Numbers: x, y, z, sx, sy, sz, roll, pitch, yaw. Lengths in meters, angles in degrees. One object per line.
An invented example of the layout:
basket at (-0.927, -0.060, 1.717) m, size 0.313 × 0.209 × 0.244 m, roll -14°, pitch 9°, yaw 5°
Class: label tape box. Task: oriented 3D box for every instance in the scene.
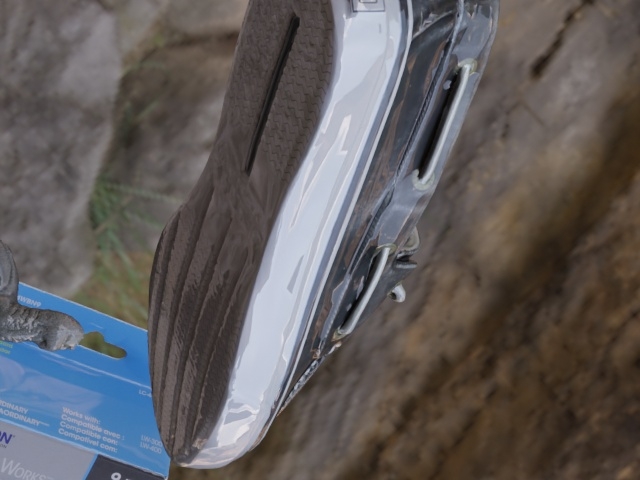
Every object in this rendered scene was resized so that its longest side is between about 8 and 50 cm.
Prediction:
label tape box at (-0.311, 0.244, 1.605) m, size 0.347 × 0.249 × 0.115 m, roll -58°, pitch -157°, yaw 20°

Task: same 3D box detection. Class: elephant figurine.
elephant figurine at (-0.378, 0.025, 1.413) m, size 0.239 × 0.186 × 0.169 m, roll -15°, pitch -154°, yaw -17°

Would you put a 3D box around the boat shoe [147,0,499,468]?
boat shoe at (0.000, 0.000, 0.725) m, size 0.119 × 0.121 × 0.335 m, roll -3°, pitch 139°, yaw -28°
